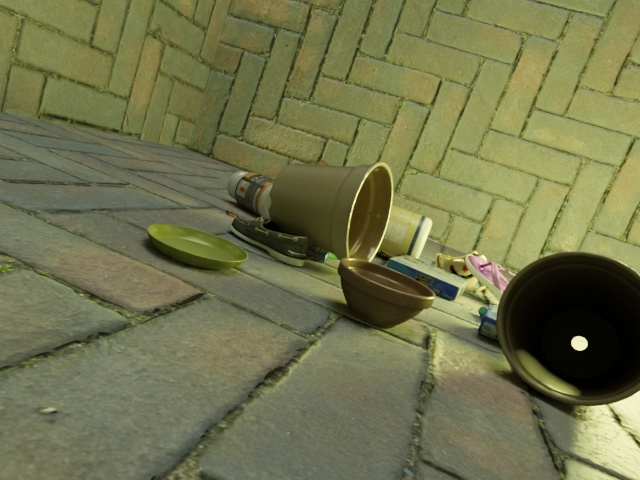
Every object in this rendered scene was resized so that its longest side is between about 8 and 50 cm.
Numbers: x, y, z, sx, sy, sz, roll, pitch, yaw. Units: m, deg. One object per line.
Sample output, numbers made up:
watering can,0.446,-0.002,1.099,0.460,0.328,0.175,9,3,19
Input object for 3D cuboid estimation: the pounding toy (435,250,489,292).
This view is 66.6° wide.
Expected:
pounding toy,0.633,0.124,2.070,0.270,0.154,0.155,16,10,-17

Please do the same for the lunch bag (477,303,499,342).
lunch bag,0.511,0.238,1.346,0.129,0.096,0.151,22,-2,20

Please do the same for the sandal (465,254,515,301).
sandal,0.720,0.167,1.878,0.169,0.102,0.416,14,28,-32

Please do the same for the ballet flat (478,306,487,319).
ballet flat,0.537,0.243,1.563,0.041,0.041,0.114,20,11,4

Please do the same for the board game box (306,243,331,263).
board game box,-0.003,-0.012,1.641,0.136,0.035,0.201,23,38,16

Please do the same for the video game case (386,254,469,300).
video game case,0.404,0.134,1.828,0.270,0.061,0.244,24,11,22

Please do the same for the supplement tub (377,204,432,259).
supplement tub,0.295,-0.040,2.097,0.316,0.228,0.228,22,10,13

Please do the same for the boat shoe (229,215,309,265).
boat shoe,-0.156,-0.019,1.475,0.305,0.091,0.109,26,11,35

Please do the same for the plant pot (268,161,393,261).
plant pot,0.020,-0.105,1.511,0.306,0.333,0.334,16,7,25

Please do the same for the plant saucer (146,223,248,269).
plant saucer,-0.293,0.018,1.154,0.241,0.037,0.241,20,10,-4

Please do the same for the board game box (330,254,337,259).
board game box,0.000,0.000,1.829,0.214,0.046,0.317,13,12,-39

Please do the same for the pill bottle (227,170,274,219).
pill bottle,-0.265,-0.197,2.061,0.162,0.162,0.278,9,14,-47

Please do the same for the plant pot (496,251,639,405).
plant pot,0.596,0.217,1.130,0.323,0.323,0.280,26,-5,33

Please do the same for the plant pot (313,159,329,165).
plant pot,0.012,-0.144,1.903,0.229,0.263,0.263,39,10,1

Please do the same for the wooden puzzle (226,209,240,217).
wooden puzzle,-0.330,-0.098,1.833,0.049,0.006,0.083,17,10,-18

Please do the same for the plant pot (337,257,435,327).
plant pot,0.142,0.134,1.156,0.237,0.109,0.237,18,10,-3
